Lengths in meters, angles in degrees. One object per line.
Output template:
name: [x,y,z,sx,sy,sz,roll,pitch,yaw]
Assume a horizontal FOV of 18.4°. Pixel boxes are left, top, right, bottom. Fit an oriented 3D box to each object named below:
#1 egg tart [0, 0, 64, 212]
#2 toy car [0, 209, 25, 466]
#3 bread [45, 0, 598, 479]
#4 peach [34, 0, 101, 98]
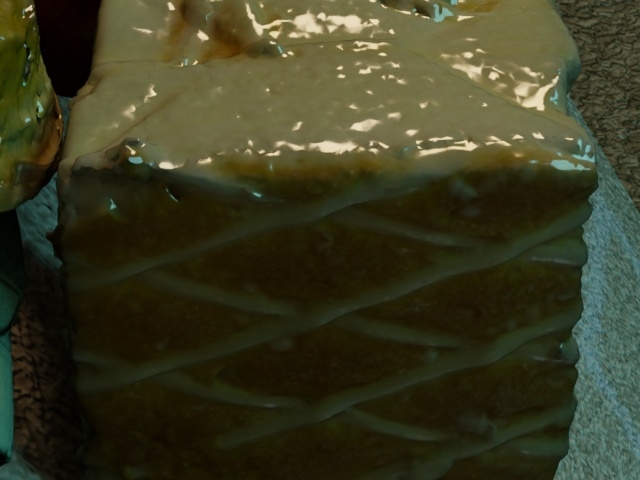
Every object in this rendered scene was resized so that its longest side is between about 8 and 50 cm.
egg tart: [-0.303,-0.155,1.315,0.341,0.129,0.341,26,31,-17]
toy car: [-0.273,0.005,1.373,0.141,0.097,0.320,39,32,-46]
bread: [0.000,0.000,1.478,0.279,0.390,0.371,-101,-173,-50]
peach: [-0.188,-0.277,1.610,0.372,0.290,0.372,56,-21,36]
